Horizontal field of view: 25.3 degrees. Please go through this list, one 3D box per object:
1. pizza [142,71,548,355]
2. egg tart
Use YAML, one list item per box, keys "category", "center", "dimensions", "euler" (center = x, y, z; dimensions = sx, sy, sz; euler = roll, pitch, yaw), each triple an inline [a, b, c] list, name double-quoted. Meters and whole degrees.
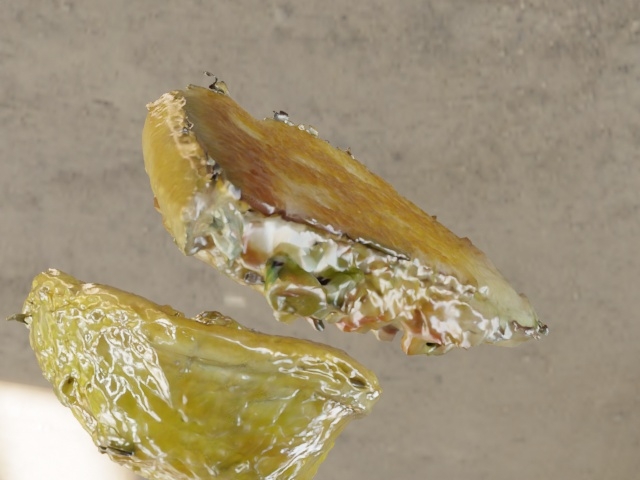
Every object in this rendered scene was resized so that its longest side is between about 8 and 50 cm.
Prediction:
- category: "pizza"
  center: [0.000, 0.000, 0.690]
  dimensions: [0.226, 0.147, 0.069]
  euler: [19, 114, -45]
- category: "egg tart"
  center: [-0.119, 0.138, 1.257]
  dimensions: [0.339, 0.153, 0.351]
  euler: [22, 163, -17]
